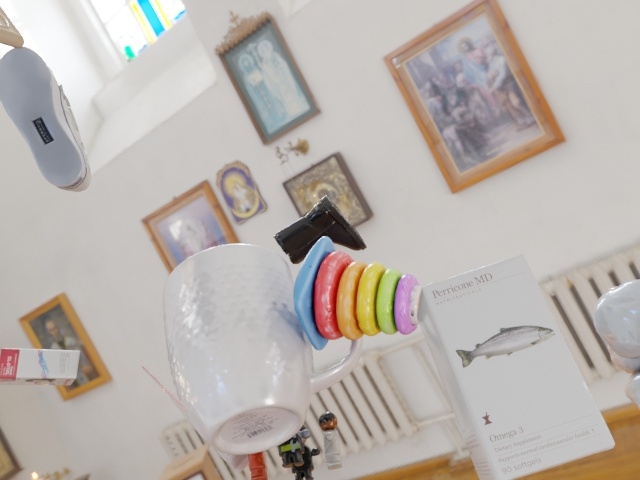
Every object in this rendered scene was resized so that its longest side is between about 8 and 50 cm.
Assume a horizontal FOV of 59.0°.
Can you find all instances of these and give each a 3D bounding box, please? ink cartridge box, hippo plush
[{"bbox_3d":[-0.701,0.316,1.403,0.175,0.072,0.127,8,-24,-27],"label":"ink cartridge box"},{"bbox_3d":[-0.323,0.446,1.482,0.066,0.261,0.296,-41,32,-23],"label":"ink cartridge box"},{"bbox_3d":[0.553,0.170,0.864,0.237,0.234,0.294,19,-10,-37],"label":"hippo plush"}]

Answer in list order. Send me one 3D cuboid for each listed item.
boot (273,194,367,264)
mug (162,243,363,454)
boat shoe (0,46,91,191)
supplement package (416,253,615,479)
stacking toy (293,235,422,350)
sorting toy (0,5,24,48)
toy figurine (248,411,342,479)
[{"bbox_3d":[0.000,0.000,1.699,0.207,0.246,0.094,-38,42,8],"label":"boot"},{"bbox_3d":[-0.104,0.204,1.087,0.374,0.328,0.276,-14,-43,-7],"label":"mug"},{"bbox_3d":[-0.647,-0.281,1.370,0.136,0.367,0.156,-28,-5,-8],"label":"boat shoe"},{"bbox_3d":[0.171,0.123,0.535,0.105,0.179,0.105,-19,-23,0],"label":"supplement package"},{"bbox_3d":[0.120,0.104,0.986,0.302,0.165,0.175,2,49,24],"label":"stacking toy"},{"bbox_3d":[-0.765,-0.514,1.213,0.038,0.208,0.193,-36,-8,18],"label":"sorting toy"},{"bbox_3d":[-0.064,0.498,1.391,0.213,0.148,0.209,17,-43,-34],"label":"toy figurine"}]
